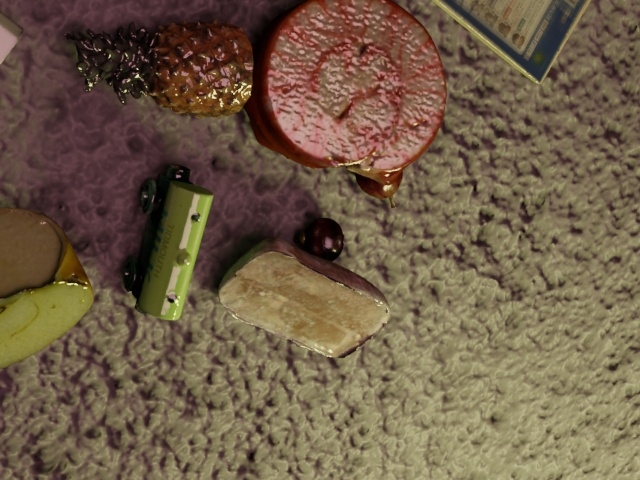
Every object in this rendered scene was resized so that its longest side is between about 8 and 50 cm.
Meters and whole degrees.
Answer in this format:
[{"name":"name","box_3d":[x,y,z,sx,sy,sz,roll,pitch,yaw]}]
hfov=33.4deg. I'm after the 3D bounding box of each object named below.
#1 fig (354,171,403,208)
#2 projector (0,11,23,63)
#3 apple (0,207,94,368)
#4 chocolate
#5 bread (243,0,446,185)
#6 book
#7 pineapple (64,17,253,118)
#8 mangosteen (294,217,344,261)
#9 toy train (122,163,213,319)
[{"name":"fig","box_3d":[0.111,-0.105,1.901,0.089,0.089,0.125,-41,147,-9]},{"name":"projector","box_3d":[-0.486,-0.297,1.527,0.082,0.083,0.083,38,88,-30]},{"name":"apple","box_3d":[-0.520,0.089,1.581,0.346,0.179,0.254,-20,101,-18]},{"name":"chocolate","box_3d":[-0.026,0.090,1.855,0.303,0.100,0.185,26,133,-32]},{"name":"bread","box_3d":[0.043,-0.257,1.753,0.328,0.114,0.295,12,90,-18]},{"name":"book","box_3d":[0.349,-0.459,1.931,0.322,0.018,0.228,32,89,-31]},{"name":"pineapple","box_3d":[-0.247,-0.265,1.622,0.279,0.158,0.158,0,106,-23]},{"name":"mangosteen","box_3d":[0.003,0.000,1.871,0.081,0.081,0.081,-8,109,-24]},{"name":"toy train","box_3d":[-0.240,0.011,1.706,0.105,0.157,0.253,11,101,-29]}]
